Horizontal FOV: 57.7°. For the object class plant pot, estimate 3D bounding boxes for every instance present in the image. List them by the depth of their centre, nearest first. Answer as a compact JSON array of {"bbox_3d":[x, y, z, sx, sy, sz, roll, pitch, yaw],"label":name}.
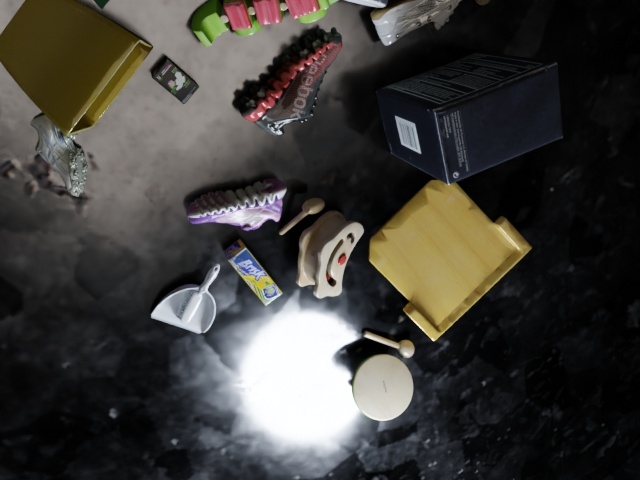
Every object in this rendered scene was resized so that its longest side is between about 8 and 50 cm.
[{"bbox_3d":[-0.460,-0.342,1.071,0.187,0.212,0.212,38,96,-17],"label":"plant pot"}]

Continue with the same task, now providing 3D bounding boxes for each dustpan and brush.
[{"bbox_3d":[-0.301,0.135,1.409,0.147,0.060,0.211,25,102,-27],"label":"dustpan and brush"}]

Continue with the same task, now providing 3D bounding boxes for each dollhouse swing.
[{"bbox_3d":[0.324,0.041,1.581,0.347,0.315,0.305,-45,80,3],"label":"dollhouse swing"}]

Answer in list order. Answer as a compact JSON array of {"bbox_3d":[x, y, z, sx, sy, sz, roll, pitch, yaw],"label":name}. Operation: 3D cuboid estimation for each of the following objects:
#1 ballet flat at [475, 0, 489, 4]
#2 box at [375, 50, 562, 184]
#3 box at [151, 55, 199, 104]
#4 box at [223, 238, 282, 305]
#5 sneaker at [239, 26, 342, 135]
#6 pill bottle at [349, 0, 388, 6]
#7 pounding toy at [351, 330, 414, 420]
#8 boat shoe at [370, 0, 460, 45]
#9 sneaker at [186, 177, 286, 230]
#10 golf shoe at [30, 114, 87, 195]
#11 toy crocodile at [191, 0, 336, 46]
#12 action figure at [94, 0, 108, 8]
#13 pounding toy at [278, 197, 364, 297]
[{"bbox_3d":[0.415,-0.644,1.327,0.073,0.067,0.206,11,109,-25],"label":"ballet flat"},{"bbox_3d":[0.330,-0.289,1.320,0.294,0.296,0.183,-23,118,-9],"label":"box"},{"bbox_3d":[-0.302,-0.333,1.204,0.052,0.062,0.083,-47,120,6],"label":"box"},{"bbox_3d":[-0.166,0.079,1.435,0.054,0.059,0.169,-38,120,-4],"label":"box"},{"bbox_3d":[-0.044,-0.339,1.277,0.276,0.097,0.135,-44,119,5],"label":"sneaker"},{"bbox_3d":[0.103,-0.619,1.189,0.130,0.130,0.246,5,110,-22],"label":"pill bottle"},{"bbox_3d":[0.168,0.395,1.688,0.183,0.110,0.237,15,77,-14],"label":"pounding toy"},{"bbox_3d":[0.251,-0.524,1.309,0.277,0.098,0.096,-23,119,1],"label":"boat shoe"},{"bbox_3d":[-0.189,-0.065,1.350,0.236,0.095,0.104,-14,124,-15],"label":"sneaker"},{"bbox_3d":[-0.539,-0.176,1.197,0.086,0.069,0.176,-3,112,3],"label":"golf shoe"},{"bbox_3d":[-0.094,-0.473,1.150,0.340,0.105,0.115,-10,139,10],"label":"toy crocodile"},{"bbox_3d":[-0.452,-0.558,1.050,0.137,0.063,0.232,-47,123,6],"label":"action figure"},{"bbox_3d":[0.000,0.000,1.458,0.154,0.155,0.269,-25,133,-41],"label":"pounding toy"}]
